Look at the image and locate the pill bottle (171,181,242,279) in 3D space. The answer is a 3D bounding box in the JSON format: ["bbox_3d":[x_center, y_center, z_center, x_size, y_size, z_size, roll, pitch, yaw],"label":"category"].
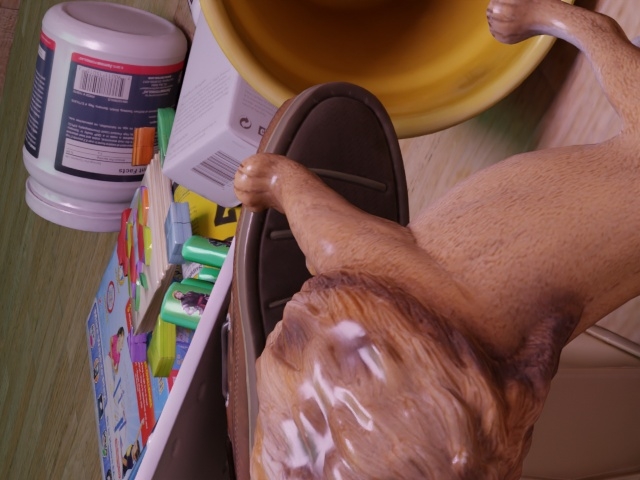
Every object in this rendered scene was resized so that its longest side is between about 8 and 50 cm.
[{"bbox_3d":[-0.078,0.019,1.189,0.119,0.119,0.208,125,141,-49],"label":"pill bottle"}]

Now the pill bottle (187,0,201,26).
[{"bbox_3d":[-0.106,-0.274,1.340,0.152,0.086,0.086,-108,32,-41],"label":"pill bottle"}]

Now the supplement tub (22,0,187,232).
[{"bbox_3d":[-0.293,-0.168,1.616,0.191,0.191,0.272,-127,47,-56],"label":"supplement tub"}]

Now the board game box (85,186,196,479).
[{"bbox_3d":[-0.208,0.146,1.504,0.302,0.086,0.308,121,145,-45],"label":"board game box"}]

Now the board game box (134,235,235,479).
[{"bbox_3d":[-0.098,0.246,0.876,0.390,0.050,0.390,75,-149,-57],"label":"board game box"}]

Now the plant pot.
[{"bbox_3d":[0.032,-0.222,0.850,0.239,0.254,0.254,-109,30,-69],"label":"plant pot"}]

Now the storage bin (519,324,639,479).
[{"bbox_3d":[0.085,0.165,0.793,0.262,0.123,0.260,-150,66,-63],"label":"storage bin"}]

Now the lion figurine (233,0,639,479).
[{"bbox_3d":[0.111,0.002,0.580,0.392,0.142,0.240,-39,43,-2],"label":"lion figurine"}]

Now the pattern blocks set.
[{"bbox_3d":[-0.183,0.008,1.276,0.325,0.026,0.285,112,152,-49],"label":"pattern blocks set"}]

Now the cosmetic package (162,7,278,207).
[{"bbox_3d":[-0.069,-0.159,1.146,0.117,0.085,0.231,-26,44,47],"label":"cosmetic package"}]

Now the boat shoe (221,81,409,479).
[{"bbox_3d":[-0.019,0.055,0.757,0.104,0.111,0.307,-169,84,-65],"label":"boat shoe"}]
